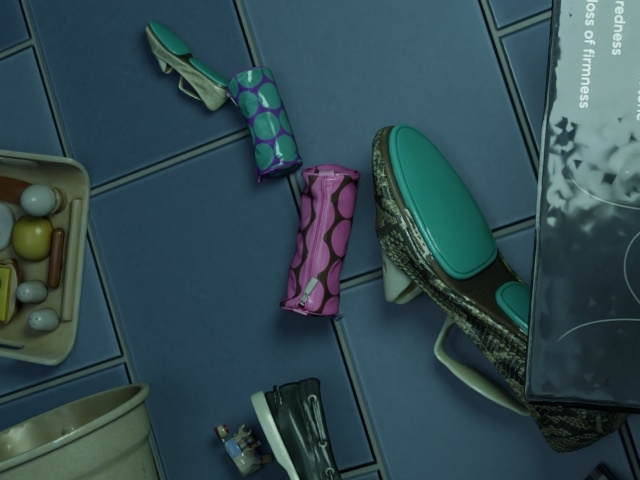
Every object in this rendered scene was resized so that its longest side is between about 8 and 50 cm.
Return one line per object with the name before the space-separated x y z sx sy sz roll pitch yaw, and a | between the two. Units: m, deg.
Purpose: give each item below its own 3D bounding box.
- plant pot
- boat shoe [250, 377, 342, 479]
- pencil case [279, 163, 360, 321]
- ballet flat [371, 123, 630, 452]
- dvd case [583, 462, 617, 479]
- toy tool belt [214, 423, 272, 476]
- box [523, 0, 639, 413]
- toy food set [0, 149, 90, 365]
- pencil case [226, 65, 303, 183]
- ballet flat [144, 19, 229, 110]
plant pot | -0.337 0.402 1.878 0.334 0.334 0.305 -20 94 20
boat shoe | 0.025 0.340 1.823 0.113 0.127 0.340 -26 78 -4
pencil case | 0.000 0.000 1.837 0.095 0.098 0.209 9 93 21
ballet flat | 0.190 0.078 1.746 0.483 0.164 0.182 50 127 12
dvd case | 0.325 0.413 1.706 0.221 0.018 0.164 -50 38 12
toy tool belt | -0.108 0.287 1.914 0.051 0.052 0.083 -30 82 -13
box | 0.475 -0.040 1.478 0.471 0.297 0.480 5 86 10
toy food set | -0.469 0.019 2.022 0.219 0.092 0.306 7 93 21
pencil case | -0.079 -0.161 1.883 0.070 0.064 0.152 -20 83 4
ballet flat | -0.199 -0.247 1.936 0.168 0.057 0.052 42 114 16
